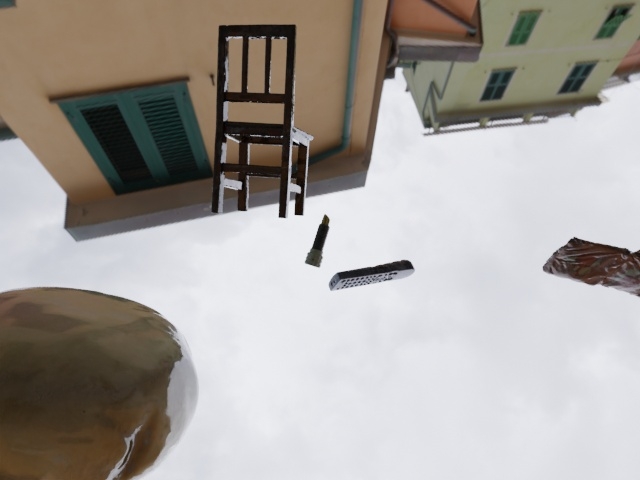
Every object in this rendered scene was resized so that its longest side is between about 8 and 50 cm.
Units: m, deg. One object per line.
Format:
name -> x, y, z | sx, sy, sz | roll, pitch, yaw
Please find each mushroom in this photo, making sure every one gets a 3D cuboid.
mushroom -> -0.329, 0.179, 0.557 | 0.356, 0.315, 0.315 | -25, -127, 35

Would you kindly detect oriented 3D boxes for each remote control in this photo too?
remote control -> 0.086, 0.055, 0.723 | 0.153, 0.043, 0.027 | -8, -113, -28

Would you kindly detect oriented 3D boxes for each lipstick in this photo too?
lipstick -> 0.000, 0.000, 0.962 | 0.037, 0.037, 0.116 | 18, -96, 9

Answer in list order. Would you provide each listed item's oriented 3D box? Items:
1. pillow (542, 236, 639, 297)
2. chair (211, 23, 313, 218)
pillow -> 0.659, 0.058, 1.031 | 0.248, 0.135, 0.049 | 14, -127, 2
chair -> -0.135, -0.270, 1.101 | 0.203, 0.240, 0.416 | 5, -84, 9
